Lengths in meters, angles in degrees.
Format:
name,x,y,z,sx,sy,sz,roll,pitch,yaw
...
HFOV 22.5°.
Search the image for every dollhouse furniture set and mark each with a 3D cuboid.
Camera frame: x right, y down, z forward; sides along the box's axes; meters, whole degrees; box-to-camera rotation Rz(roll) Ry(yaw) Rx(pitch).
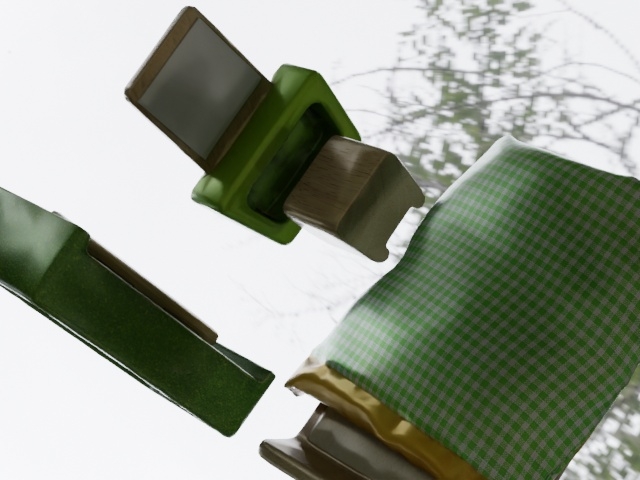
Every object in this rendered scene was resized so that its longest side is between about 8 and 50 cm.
name,x,y,z,sx,sy,sz,roll,pitch,yaw
dollhouse furniture set,0.000,0.000,0.745,0.151,0.301,0.197,42,-103,-37
